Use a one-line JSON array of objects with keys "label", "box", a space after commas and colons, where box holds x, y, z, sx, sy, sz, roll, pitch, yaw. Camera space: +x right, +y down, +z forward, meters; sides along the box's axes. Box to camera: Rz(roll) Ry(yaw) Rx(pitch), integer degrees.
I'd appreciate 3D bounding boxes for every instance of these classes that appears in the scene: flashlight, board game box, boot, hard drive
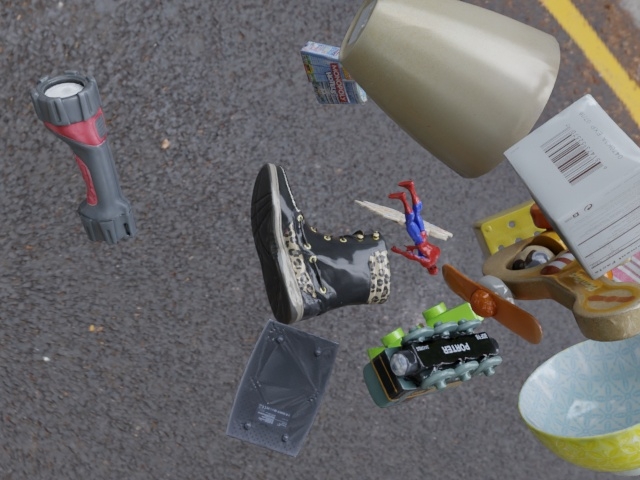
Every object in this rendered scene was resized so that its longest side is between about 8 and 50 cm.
[{"label": "flashlight", "box": [-0.399, -0.130, 1.109, 0.103, 0.103, 0.304, -23, 138, -25]}, {"label": "board game box", "box": [0.061, -0.463, 1.842, 0.060, 0.194, 0.194, -57, 142, -37]}, {"label": "boot", "box": [0.000, 0.000, 1.531, 0.284, 0.138, 0.377, -3, 69, -28]}, {"label": "hard drive", "box": [-0.080, 0.301, 1.348, 0.172, 0.054, 0.254, 20, 92, -8]}]

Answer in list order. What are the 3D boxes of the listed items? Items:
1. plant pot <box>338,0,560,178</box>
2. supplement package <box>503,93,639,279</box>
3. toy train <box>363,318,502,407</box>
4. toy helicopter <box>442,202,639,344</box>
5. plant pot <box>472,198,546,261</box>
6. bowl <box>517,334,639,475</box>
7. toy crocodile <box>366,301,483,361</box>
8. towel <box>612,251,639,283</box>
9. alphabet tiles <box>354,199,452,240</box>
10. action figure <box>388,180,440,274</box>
[{"label": "plant pot", "box": [0.176, -0.271, 1.020, 0.274, 0.256, 0.256, 25, 72, -15]}, {"label": "supplement package", "box": [0.292, -0.051, 0.705, 0.179, 0.105, 0.105, 35, 24, -51]}, {"label": "toy train", "box": [0.250, 0.270, 1.434, 0.334, 0.190, 0.142, -1, 56, -43]}, {"label": "toy helicopter", "box": [0.299, 0.054, 0.846, 0.235, 0.355, 0.140, -21, 101, 3]}, {"label": "plant pot", "box": [0.505, 0.007, 1.645, 0.187, 0.212, 0.212, 12, 57, -69]}, {"label": "bowl", "box": [0.503, 0.299, 1.108, 0.289, 0.289, 0.156, -37, 104, -31]}, {"label": "toy crocodile", "box": [0.276, 0.259, 1.765, 0.115, 0.340, 0.105, 59, 15, 7]}, {"label": "towel", "box": [0.626, 0.030, 1.215, 0.144, 0.197, 0.029, 40, 32, 15]}, {"label": "alphabet tiles", "box": [0.247, -0.061, 1.950, 0.278, 0.284, 0.021, 13, 101, -33]}, {"label": "action figure", "box": [0.234, -0.019, 1.762, 0.091, 0.139, 0.280, -47, 120, -38]}]
